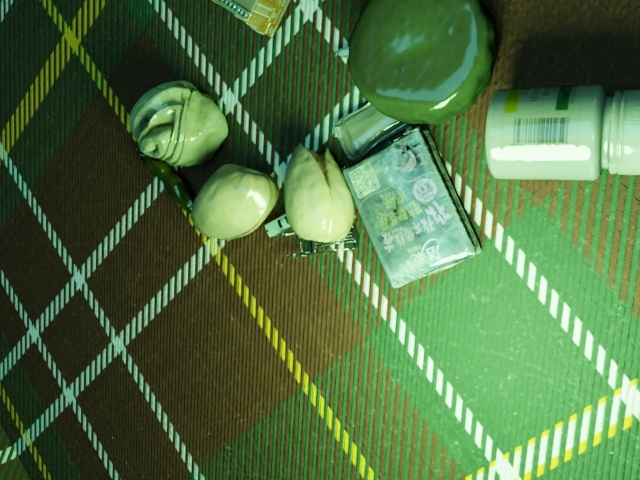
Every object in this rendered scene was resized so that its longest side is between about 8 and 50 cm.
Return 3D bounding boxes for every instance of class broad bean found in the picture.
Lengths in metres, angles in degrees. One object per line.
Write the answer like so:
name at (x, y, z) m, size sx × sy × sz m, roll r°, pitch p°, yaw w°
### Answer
broad bean at (-0.499, -0.204, 1.981) m, size 0.339 × 0.061 × 0.077 m, roll 47°, pitch 122°, yaw 17°

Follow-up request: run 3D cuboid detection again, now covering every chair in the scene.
chair at (0.000, 0.000, 1.732) m, size 0.213 × 0.101 × 0.084 m, roll -9°, pitch 92°, yaw -8°

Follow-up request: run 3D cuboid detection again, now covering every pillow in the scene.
pillow at (0.145, -0.320, 1.631) m, size 0.233 × 0.038 × 0.130 m, roll -32°, pitch 77°, yaw 25°

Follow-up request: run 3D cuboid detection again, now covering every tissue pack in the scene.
tissue pack at (0.232, -0.080, 1.567) m, size 0.259 × 0.122 × 0.361 m, roll -27°, pitch 84°, yaw 30°

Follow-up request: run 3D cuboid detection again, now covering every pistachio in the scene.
pistachio at (-0.007, -0.126, 1.623) m, size 0.188 × 0.188 × 0.299 m, roll -25°, pitch 62°, yaw 28°
pistachio at (-0.259, -0.108, 1.787) m, size 0.318 × 0.194 × 0.213 m, roll -35°, pitch 67°, yaw 38°

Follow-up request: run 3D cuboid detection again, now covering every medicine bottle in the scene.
medicine bottle at (0.554, -0.236, 1.319) m, size 0.340 × 0.208 × 0.208 m, roll 4°, pitch 97°, yaw 28°

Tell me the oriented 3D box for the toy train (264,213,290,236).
toy train at (-0.074, -0.069, 1.773) m, size 0.208 × 0.047 × 0.043 m, roll -26°, pitch 84°, yaw 29°

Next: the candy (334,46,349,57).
candy at (0.075, -0.518, 1.658) m, size 0.083 × 0.020 × 0.030 m, roll 4°, pitch 96°, yaw 29°

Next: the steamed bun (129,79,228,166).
steamed bun at (-0.470, -0.364, 1.868) m, size 0.289 × 0.203 × 0.276 m, roll 49°, pitch 114°, yaw 17°

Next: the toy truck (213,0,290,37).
toy truck at (-0.253, -0.724, 1.735) m, size 0.305 × 0.162 × 0.136 m, roll 39°, pitch 112°, yaw 20°

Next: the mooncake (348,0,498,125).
mooncake at (0.252, -0.462, 1.466) m, size 0.357 × 0.194 × 0.356 m, roll 2°, pitch 95°, yaw 28°
